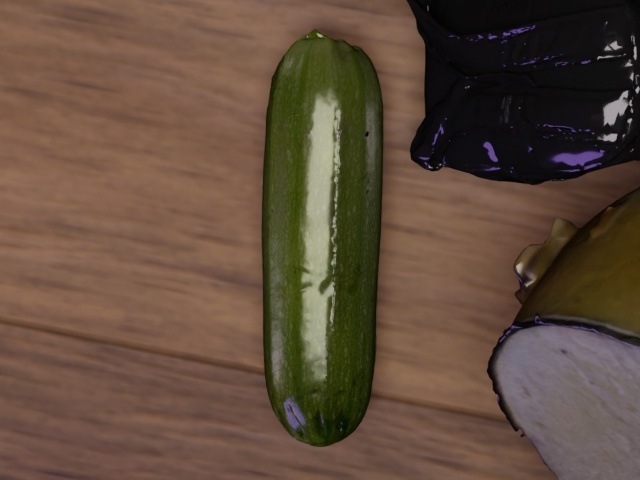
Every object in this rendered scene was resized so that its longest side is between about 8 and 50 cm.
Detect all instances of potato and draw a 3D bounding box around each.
[{"bbox_3d":[0.250,0.085,1.055,0.196,0.246,0.300,-49,123,-26],"label":"potato"}]

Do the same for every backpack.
[{"bbox_3d":[0.126,-0.087,1.063,0.165,0.106,0.120,13,106,47],"label":"backpack"}]

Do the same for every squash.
[{"bbox_3d":[0.000,0.000,1.128,0.069,0.069,0.239,3,100,5],"label":"squash"}]
